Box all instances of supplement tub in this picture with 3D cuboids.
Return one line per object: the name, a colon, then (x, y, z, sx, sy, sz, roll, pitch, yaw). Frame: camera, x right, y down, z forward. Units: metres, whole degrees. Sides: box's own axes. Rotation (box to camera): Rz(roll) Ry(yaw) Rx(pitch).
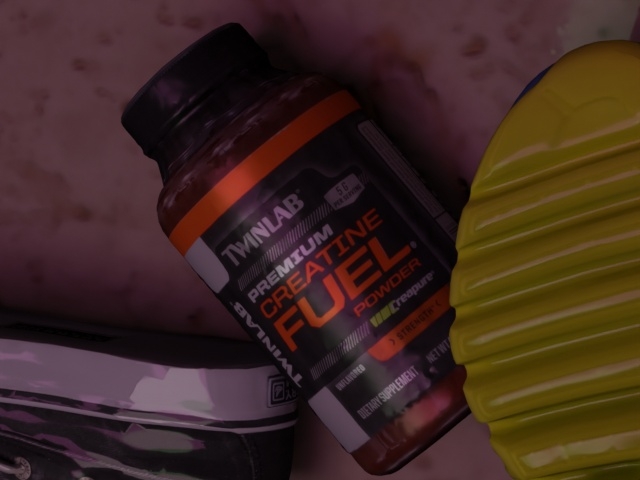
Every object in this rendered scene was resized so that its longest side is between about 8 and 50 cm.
supplement tub: (0.000, 0.000, 0.878, 0.198, 0.106, 0.106, 49, 123, 4)

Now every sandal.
sandal: (0.135, 0.072, 0.818, 0.126, 0.138, 0.317, -3, 104, 21)

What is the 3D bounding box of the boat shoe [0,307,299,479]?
boat shoe: (-0.155, 0.091, 0.990, 0.306, 0.113, 0.105, 5, 96, 17)
